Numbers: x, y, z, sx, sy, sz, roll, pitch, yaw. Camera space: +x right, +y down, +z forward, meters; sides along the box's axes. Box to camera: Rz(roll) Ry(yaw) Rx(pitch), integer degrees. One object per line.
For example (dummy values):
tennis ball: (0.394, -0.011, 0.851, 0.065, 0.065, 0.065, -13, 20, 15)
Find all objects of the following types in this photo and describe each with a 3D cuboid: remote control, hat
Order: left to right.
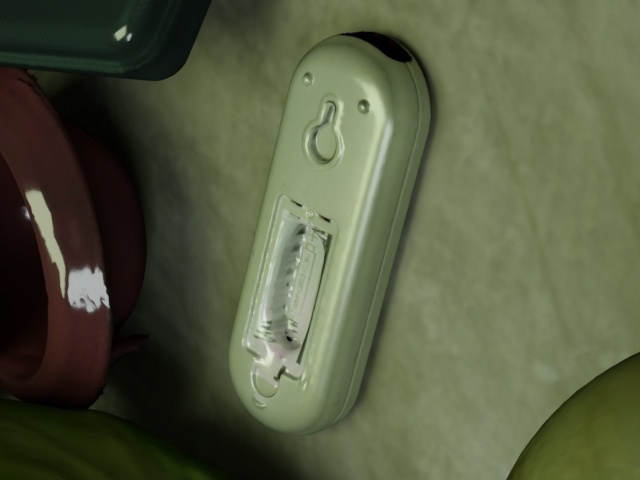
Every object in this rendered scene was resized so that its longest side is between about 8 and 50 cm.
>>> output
hat: (-0.151, -0.004, 1.018, 0.205, 0.089, 0.205, 30, 127, 50)
remote control: (0.000, 0.000, 0.924, 0.078, 0.042, 0.221, 30, 117, 35)

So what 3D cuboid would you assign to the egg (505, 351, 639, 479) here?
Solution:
egg: (0.199, 0.161, 0.666, 0.295, 0.218, 0.218, 34, 120, 15)

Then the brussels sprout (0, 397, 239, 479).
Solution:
brussels sprout: (-0.140, 0.232, 0.937, 0.355, 0.281, 0.289, 7, 95, 15)

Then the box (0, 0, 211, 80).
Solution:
box: (-0.140, -0.165, 0.963, 0.230, 0.050, 0.160, 9, 72, 41)
